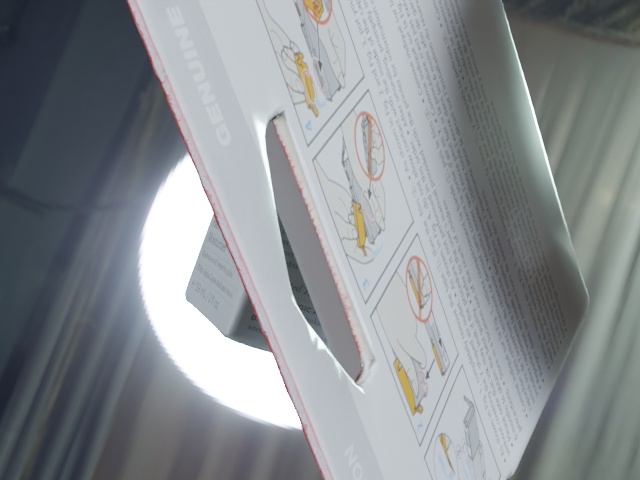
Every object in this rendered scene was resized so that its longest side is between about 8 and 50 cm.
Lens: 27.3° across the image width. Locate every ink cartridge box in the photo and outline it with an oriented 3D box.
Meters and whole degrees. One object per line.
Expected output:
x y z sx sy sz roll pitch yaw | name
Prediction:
0.007 -0.034 0.470 0.066 0.296 0.261 -8 25 29 | ink cartridge box

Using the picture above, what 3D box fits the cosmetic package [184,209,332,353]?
0.000 0.000 1.092 0.151 0.183 0.151 18 3 -22 | cosmetic package
